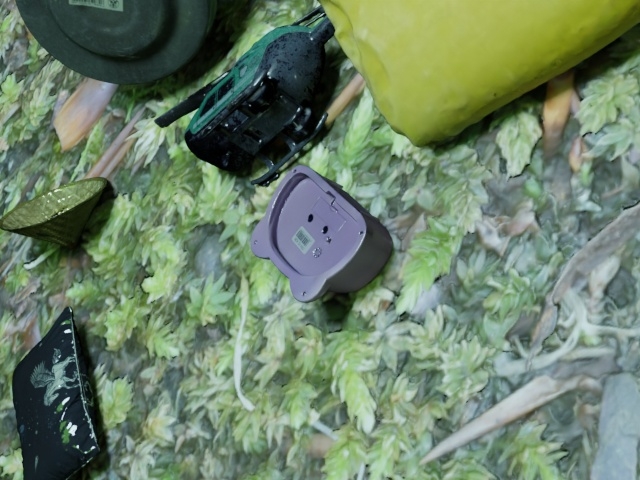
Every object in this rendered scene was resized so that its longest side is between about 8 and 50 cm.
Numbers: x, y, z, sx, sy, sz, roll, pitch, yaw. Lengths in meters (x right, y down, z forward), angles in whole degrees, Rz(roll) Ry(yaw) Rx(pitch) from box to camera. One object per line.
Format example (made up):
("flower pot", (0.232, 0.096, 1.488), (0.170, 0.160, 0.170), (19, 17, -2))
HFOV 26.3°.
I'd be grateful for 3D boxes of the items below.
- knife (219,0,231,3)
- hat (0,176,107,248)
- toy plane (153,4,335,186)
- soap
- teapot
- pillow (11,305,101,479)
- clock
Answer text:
("knife", (-0.025, -0.429, 1.649), (0.061, 0.027, 0.343), (40, 102, 45))
("hat", (-0.321, -0.018, 1.703), (0.146, 0.067, 0.146), (-18, 19, 6))
("toy plane", (-0.037, -0.193, 1.493), (0.382, 0.106, 0.155), (-41, 34, 28))
("soap", (0.178, -0.300, 1.272), (0.427, 0.115, 0.306), (-35, 70, 37))
("teapot", (-0.211, -0.372, 1.641), (0.321, 0.239, 0.239), (-56, 14, 40))
("pillow", (-0.310, 0.194, 1.585), (0.141, 0.055, 0.208), (-46, 43, 28))
("clock", (0.000, 0.000, 1.386), (0.110, 0.050, 0.152), (-54, 43, 8))
